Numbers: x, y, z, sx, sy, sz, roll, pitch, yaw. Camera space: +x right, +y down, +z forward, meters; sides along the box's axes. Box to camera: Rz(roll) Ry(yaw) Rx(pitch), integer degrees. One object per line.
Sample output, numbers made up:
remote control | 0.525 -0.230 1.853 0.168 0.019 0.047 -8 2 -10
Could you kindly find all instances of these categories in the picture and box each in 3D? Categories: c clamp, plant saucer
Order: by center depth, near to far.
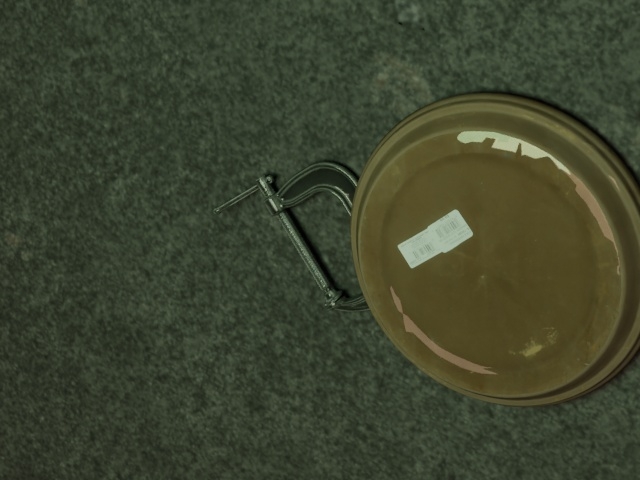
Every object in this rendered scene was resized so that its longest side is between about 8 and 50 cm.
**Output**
plant saucer | 0.143 0.016 1.517 0.278 0.041 0.278 11 115 25
c clamp | 0.000 0.000 1.623 0.137 0.022 0.161 -37 89 31
